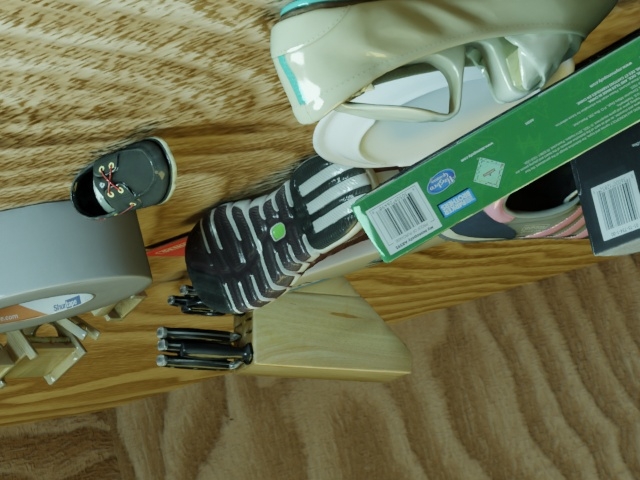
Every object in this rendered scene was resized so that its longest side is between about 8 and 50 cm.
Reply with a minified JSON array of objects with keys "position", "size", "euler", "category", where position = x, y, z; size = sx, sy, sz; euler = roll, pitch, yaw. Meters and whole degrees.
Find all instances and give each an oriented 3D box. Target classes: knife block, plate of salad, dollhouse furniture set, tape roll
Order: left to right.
[{"position":[-0.261,0.028,1.270],"size":[0.219,0.072,0.219],"euler":[-14,171,-2],"category":"tape roll"},{"position":[-0.300,0.066,1.515],"size":[0.161,0.101,0.182],"euler":[-42,164,13],"category":"dollhouse furniture set"},{"position":[-0.056,0.134,1.808],"size":[0.242,0.275,0.088],"euler":[-43,-175,-24],"category":"knife block"},{"position":[0.088,-0.106,1.065],"size":[0.200,0.048,0.200],"euler":[-15,161,-5],"category":"plate of salad"}]

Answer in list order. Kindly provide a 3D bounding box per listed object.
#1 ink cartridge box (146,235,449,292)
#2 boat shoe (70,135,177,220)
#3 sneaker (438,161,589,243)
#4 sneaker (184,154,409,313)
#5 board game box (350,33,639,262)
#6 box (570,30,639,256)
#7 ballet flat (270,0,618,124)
[{"position":[0.000,0.000,1.567],"size":[0.296,0.066,0.261],"euler":[-19,172,27],"category":"ink cartridge box"},{"position":[-0.145,-0.043,1.070],"size":[0.042,0.049,0.133],"euler":[-19,180,-32],"category":"boat shoe"},{"position":[0.260,-0.058,1.468],"size":[0.319,0.112,0.131],"euler":[-11,174,-31],"category":"sneaker"},{"position":[0.002,-0.009,1.384],"size":[0.162,0.106,0.281],"euler":[-11,171,-41],"category":"sneaker"},{"position":[0.182,-0.095,0.930],"size":[0.317,0.046,0.213],"euler":[-30,180,15],"category":"board game box"},{"position":[0.324,-0.095,1.137],"size":[0.142,0.163,0.247],"euler":[-8,170,-29],"category":"box"},{"position":[0.087,-0.115,0.880],"size":[0.248,0.086,0.086],"euler":[-12,171,-22],"category":"ballet flat"}]
